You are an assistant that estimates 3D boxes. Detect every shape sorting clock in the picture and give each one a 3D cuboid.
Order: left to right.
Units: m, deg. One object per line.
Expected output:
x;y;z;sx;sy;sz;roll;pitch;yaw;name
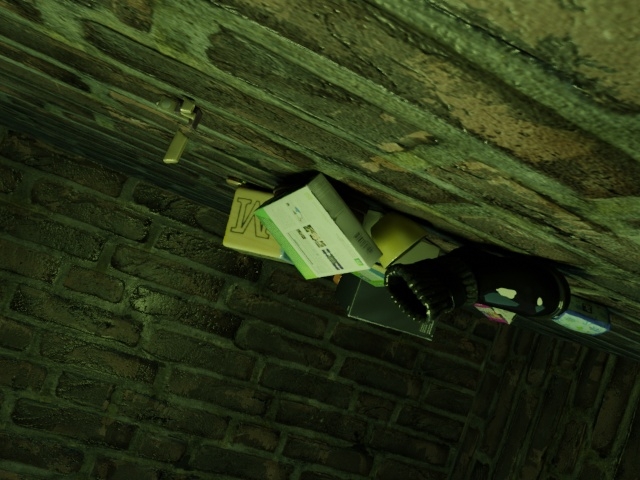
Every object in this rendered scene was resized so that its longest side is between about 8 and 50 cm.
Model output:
0.144;0.086;1.594;0.206;0.040;0.206;25;166;6;shape sorting clock

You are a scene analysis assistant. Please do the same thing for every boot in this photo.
-0.023;-0.071;1.427;0.305;0.115;0.112;18;176;41;boot
0.339;0.115;1.244;0.260;0.131;0.348;-12;-164;-34;boot

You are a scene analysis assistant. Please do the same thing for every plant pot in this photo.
0.173;-0.011;1.305;0.095;0.134;0.134;51;-179;10;plant pot

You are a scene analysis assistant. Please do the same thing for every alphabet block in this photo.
-0.169;-0.043;1.754;0.197;0.193;0.192;12;172;11;alphabet block

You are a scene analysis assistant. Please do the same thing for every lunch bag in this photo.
0.726;0.209;1.556;0.129;0.096;0.151;20;-175;10;lunch bag

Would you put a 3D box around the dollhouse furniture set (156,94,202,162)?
-0.279;-0.205;0.996;0.081;0.114;0.091;25;178;-2;dollhouse furniture set

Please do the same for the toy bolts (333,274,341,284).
0.141;0.065;2.226;0.159;0.218;0.228;33;-150;8;toy bolts

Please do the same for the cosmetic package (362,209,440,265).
0.176;0.011;1.518;0.160;0.113;0.309;17;175;42;cosmetic package

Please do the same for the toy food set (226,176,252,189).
-0.257;-0.179;1.745;0.083;0.020;0.083;19;175;8;toy food set

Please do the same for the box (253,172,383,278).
-0.018;-0.021;1.320;0.232;0.058;0.322;53;153;-12;box

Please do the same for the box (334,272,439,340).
0.229;0.181;1.885;0.294;0.182;0.296;16;-175;-10;box

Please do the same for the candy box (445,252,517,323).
0.445;0.133;1.583;0.233;0.071;0.159;40;176;1;candy box
